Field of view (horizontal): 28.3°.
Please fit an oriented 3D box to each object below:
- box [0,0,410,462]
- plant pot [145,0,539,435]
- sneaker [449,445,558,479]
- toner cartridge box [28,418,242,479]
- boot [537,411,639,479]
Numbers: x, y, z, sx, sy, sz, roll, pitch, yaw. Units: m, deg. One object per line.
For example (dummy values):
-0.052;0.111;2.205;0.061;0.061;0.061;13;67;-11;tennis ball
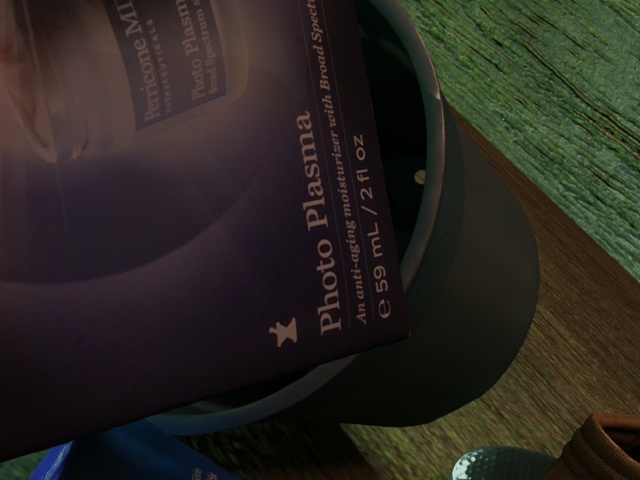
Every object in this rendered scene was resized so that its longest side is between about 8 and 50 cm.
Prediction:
-0.134;-0.059;0.632;0.294;0.182;0.296;-13;94;-39;box
0.000;0.000;0.979;0.341;0.341;0.334;49;10;31;plant pot
0.246;0.282;1.150;0.270;0.145;0.090;12;47;19;sneaker
-0.083;0.216;0.597;0.165;0.075;0.348;33;17;-13;toner cartridge box
0.239;0.247;0.996;0.262;0.203;0.095;29;19;-29;boot
